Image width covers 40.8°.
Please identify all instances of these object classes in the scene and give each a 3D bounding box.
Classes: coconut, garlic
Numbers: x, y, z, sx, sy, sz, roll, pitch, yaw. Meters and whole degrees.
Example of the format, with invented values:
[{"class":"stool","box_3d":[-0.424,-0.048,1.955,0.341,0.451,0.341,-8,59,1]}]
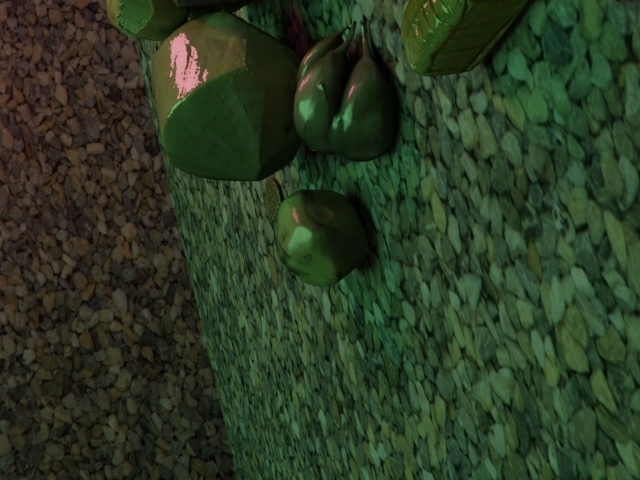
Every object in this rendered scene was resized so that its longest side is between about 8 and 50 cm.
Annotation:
[{"class":"coconut","box_3d":[-0.185,-0.306,1.944,0.344,0.415,0.415,-45,56,36]},{"class":"garlic","box_3d":[0.051,-0.274,1.699,0.237,0.210,0.292,-75,-8,-45]},{"class":"coconut","box_3d":[-0.382,-0.543,1.955,0.194,0.194,0.194,168,90,-68]},{"class":"coconut","box_3d":[0.000,0.000,1.855,0.224,0.224,0.224,168,90,-68]}]

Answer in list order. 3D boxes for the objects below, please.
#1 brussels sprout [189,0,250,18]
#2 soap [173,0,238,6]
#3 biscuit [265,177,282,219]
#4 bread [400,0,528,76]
[{"class":"brussels sprout","box_3d":[-0.270,-0.681,2.090,0.328,0.247,0.328,172,90,-81]},{"class":"soap","box_3d":[-0.182,-0.652,1.819,0.107,0.296,0.285,-125,29,-44]},{"class":"biscuit","box_3d":[-0.127,-0.113,2.346,0.120,0.015,0.120,168,90,-69]},{"class":"bread","box_3d":[0.204,-0.336,1.240,0.236,0.140,0.106,127,131,-59]}]
